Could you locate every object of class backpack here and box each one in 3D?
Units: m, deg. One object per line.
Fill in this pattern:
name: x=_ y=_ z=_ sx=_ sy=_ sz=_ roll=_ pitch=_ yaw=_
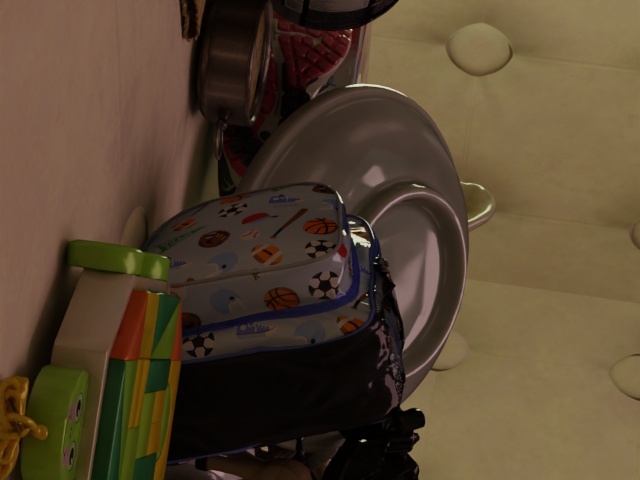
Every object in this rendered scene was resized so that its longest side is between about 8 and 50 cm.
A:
backpack: x=-0.051 y=0.068 z=1.621 sx=0.263 sy=0.276 sz=0.213 roll=-78 pitch=162 yaw=-73

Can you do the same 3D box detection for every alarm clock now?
alarm clock: x=-0.088 y=-0.162 z=1.784 sx=0.129 sy=0.064 sz=0.192 roll=91 pitch=6 yaw=-59

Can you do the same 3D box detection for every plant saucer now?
plant saucer: x=0.054 y=0.039 z=1.936 sx=0.400 sy=0.100 sz=0.400 roll=-18 pitch=114 yaw=-46

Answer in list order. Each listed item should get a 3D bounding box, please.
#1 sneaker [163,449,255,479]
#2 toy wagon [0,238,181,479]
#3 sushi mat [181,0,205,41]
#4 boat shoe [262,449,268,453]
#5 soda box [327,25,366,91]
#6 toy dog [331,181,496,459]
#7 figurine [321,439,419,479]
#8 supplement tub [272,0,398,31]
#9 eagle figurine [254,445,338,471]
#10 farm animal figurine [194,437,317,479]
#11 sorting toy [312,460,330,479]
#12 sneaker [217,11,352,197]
sneaker: x=-0.108 y=0.251 z=1.882 sx=0.330 sy=0.122 sz=0.146 roll=90 pitch=11 yaw=-62
toy wagon: x=-0.164 y=0.135 z=1.325 sx=0.344 sy=0.068 sz=0.267 roll=39 pitch=59 yaw=-85
sushi mat: x=-0.091 y=-0.347 z=1.701 sx=0.151 sy=0.019 sz=0.316 roll=92 pitch=7 yaw=-57
boat shoe: x=-0.097 y=0.403 z=2.399 sx=0.285 sy=0.104 sz=0.089 roll=-78 pitch=171 yaw=-47
soda box: x=0.005 y=-0.217 z=2.664 sx=0.083 sy=0.092 sz=0.263 roll=74 pitch=25 yaw=-78
toy dog: x=0.035 y=0.112 z=2.483 sx=0.395 sy=0.284 sz=0.408 roll=-45 pitch=150 yaw=-45
figurine: x=0.013 y=0.343 z=1.956 sx=0.209 sy=0.092 sz=0.215 roll=-41 pitch=142 yaw=-33
supplement tub: x=0.015 y=-0.324 z=1.812 sx=0.316 sy=0.193 sz=0.193 roll=123 pitch=-25 yaw=-85
eagle figurine: x=-0.074 y=0.339 z=2.151 sx=0.298 sy=0.225 sz=0.226 roll=75 pitch=11 yaw=-51
farm animal figurine: x=-0.080 y=0.373 z=1.625 sx=0.327 sy=0.172 sz=0.330 roll=-48 pitch=151 yaw=-43
sorting toy: x=0.014 y=0.343 z=2.285 sx=0.307 sy=0.041 sz=0.229 roll=-150 pitch=-132 yaw=-66
sneaker: x=-0.053 y=-0.160 z=2.001 sx=0.112 sy=0.121 sz=0.299 roll=115 pitch=-3 yaw=-51
